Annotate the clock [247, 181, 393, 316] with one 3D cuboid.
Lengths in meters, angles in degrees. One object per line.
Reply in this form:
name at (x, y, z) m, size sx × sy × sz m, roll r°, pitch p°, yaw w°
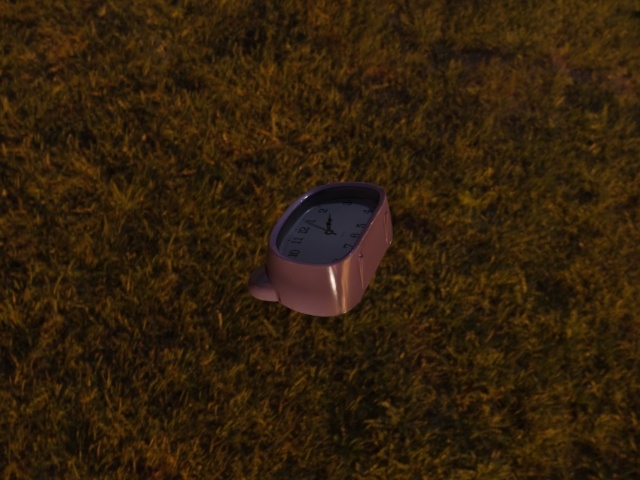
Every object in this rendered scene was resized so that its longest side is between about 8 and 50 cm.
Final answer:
clock at (0.000, 0.000, 0.651) m, size 0.110 × 0.050 × 0.152 m, roll 6°, pitch 35°, yaw 21°
